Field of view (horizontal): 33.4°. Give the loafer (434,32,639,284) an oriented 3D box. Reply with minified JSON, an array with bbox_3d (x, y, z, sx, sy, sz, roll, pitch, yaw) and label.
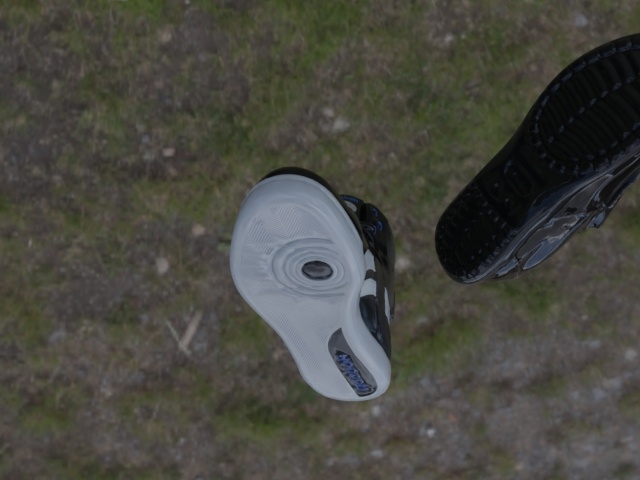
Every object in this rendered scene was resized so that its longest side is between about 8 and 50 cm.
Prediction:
[{"bbox_3d":[0.170,-0.051,0.714,0.078,0.080,0.220,13,134,-44],"label":"loafer"}]

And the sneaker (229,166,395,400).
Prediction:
[{"bbox_3d":[0.000,0.000,0.682,0.079,0.121,0.217,-3,142,13],"label":"sneaker"}]
